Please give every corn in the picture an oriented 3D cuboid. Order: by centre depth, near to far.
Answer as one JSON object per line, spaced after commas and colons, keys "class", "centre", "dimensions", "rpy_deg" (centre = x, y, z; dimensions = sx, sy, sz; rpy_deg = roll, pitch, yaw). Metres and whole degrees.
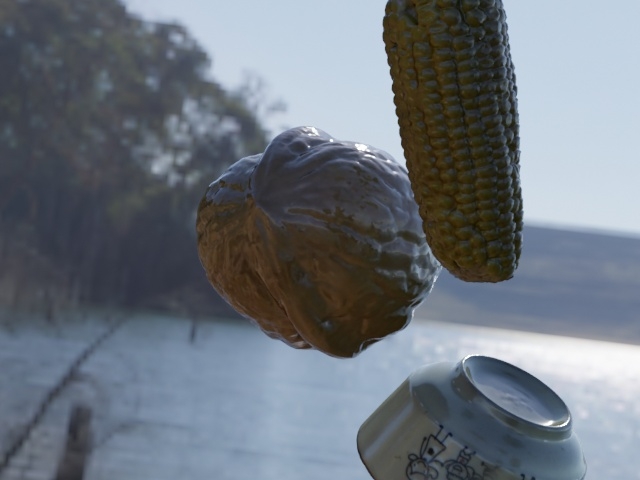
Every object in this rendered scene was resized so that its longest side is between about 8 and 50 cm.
{"class": "corn", "centre": [0.103, -0.094, 1.390], "dimensions": [0.097, 0.261, 0.097], "rpy_deg": [-9, 15, 3]}

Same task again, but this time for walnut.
{"class": "walnut", "centre": [0.000, 0.000, 1.780], "dimensions": [0.225, 0.225, 0.261], "rpy_deg": [6, -14, 28]}

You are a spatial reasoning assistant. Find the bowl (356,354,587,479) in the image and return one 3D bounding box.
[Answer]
{"class": "bowl", "centre": [0.164, 0.198, 1.841], "dimensions": [0.238, 0.126, 0.238], "rpy_deg": [23, 20, -9]}
